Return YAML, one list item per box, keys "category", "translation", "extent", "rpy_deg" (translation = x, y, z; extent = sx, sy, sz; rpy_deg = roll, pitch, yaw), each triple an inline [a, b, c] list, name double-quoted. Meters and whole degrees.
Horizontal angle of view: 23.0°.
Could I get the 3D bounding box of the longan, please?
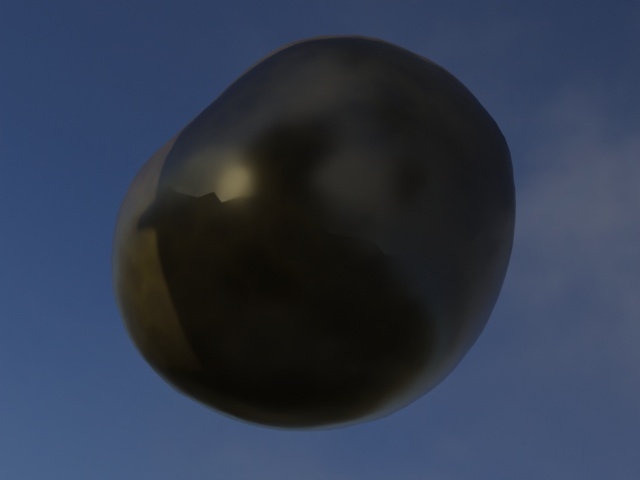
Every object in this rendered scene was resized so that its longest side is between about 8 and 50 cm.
- category: "longan"
  translation: [0.000, 0.000, 0.804]
  extent: [0.198, 0.212, 0.198]
  rpy_deg: [39, -18, 15]
